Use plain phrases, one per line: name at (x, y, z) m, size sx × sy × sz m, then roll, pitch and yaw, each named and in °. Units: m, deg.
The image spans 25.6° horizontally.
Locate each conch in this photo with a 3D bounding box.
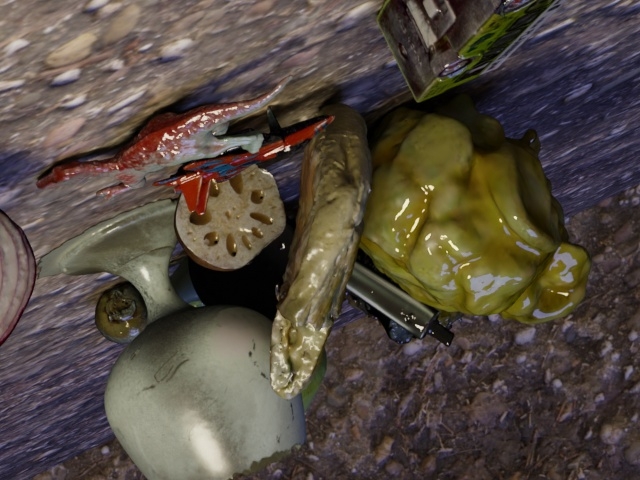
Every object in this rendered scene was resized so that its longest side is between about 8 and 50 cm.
conch at (-0.158, 0.034, 1.899) m, size 0.180 × 0.088 × 0.065 m, roll -38°, pitch 127°, yaw -4°

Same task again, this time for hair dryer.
hair dryer at (0.030, 0.035, 1.831) m, size 0.320 × 0.284 × 0.155 m, roll -13°, pitch 120°, yaw -62°

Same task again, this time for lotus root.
lotus root at (-0.103, -0.031, 1.527) m, size 0.122 × 0.112 × 0.081 m, roll -42°, pitch -172°, yaw -7°
lotus root at (-0.263, 0.103, 1.920) m, size 0.088 × 0.088 × 0.165 m, roll -25°, pitch 179°, yaw -1°

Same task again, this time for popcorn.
popcorn at (0.166, -0.023, 1.731) m, size 0.294 × 0.292 × 0.334 m, roll -26°, pitch 167°, yaw 31°

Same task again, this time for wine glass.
wine glass at (-0.159, 0.133, 1.625) m, size 0.238 × 0.323 × 0.238 m, roll -26°, pitch 168°, yaw -6°

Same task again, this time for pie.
pie at (0.000, 0.000, 1.499) m, size 0.075 × 0.337 × 0.337 m, roll 12°, pitch 166°, yaw -2°

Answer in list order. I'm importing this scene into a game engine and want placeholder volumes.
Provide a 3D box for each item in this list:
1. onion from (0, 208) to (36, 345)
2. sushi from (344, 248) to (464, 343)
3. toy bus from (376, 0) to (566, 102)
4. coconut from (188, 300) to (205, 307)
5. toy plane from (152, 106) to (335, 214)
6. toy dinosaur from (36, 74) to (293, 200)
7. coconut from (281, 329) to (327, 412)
onion at (-0.338, 0.066, 1.153) m, size 0.140 × 0.218 × 0.195 m, roll 1°, pitch -165°, yaw 36°
sushi at (0.131, 0.032, 2.249) m, size 0.238 × 0.219 × 0.225 m, roll 23°, pitch 98°, yaw -42°
toy bus at (0.152, -0.224, 1.171) m, size 0.139 × 0.113 × 0.302 m, roll -22°, pitch 172°, yaw -22°
coconut at (-0.158, 0.072, 2.005) m, size 0.088 × 0.087 × 0.096 m, roll -32°, pitch 163°, yaw 34°
toy plane at (-0.075, -0.092, 1.420) m, size 0.189 × 0.061 × 0.130 m, roll -31°, pitch 169°, yaw 8°
toy dinosaur at (-0.129, -0.094, 1.273) m, size 0.167 × 0.053 × 0.242 m, roll -7°, pitch 168°, yaw -43°
coconut at (-0.143, 0.198, 2.147) m, size 0.329 × 0.281 × 0.328 m, roll -9°, pitch 136°, yaw -9°
